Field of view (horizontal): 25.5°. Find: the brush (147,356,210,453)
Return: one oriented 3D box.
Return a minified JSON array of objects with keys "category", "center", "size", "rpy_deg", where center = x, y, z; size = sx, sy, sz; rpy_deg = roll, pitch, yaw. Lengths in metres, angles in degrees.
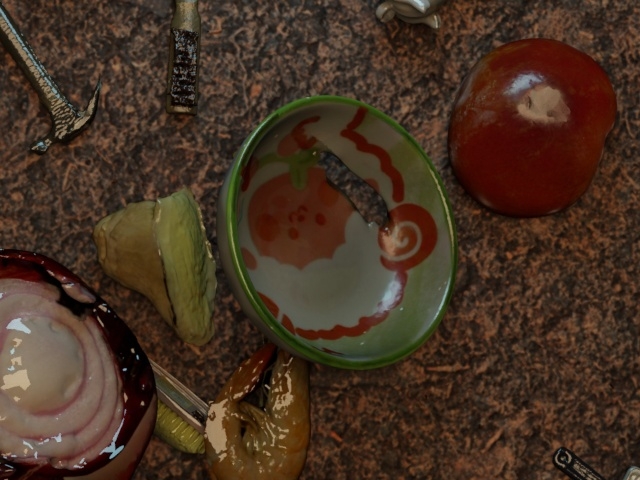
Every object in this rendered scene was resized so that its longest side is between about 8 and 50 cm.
[{"category":"brush","center":[-0.246,0.152,1.711],"size":[0.313,0.072,0.067],"rpy_deg":[41,95,1]}]

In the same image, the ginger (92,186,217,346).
[{"category":"ginger","center":[-0.202,0.044,1.720],"size":[0.122,0.115,0.193],"rpy_deg":[-13,93,14]}]

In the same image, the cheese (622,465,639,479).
[{"category":"cheese","center":[0.353,0.392,1.747],"size":[0.127,0.050,0.235],"rpy_deg":[30,85,2]}]

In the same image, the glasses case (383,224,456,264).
[{"category":"glasses case","center":[0.088,0.021,1.770],"size":[0.170,0.041,0.064],"rpy_deg":[-43,75,-8]}]

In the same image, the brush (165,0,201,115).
[{"category":"brush","center":[-0.169,-0.283,1.781],"size":[0.043,0.036,0.248],"rpy_deg":[4,83,-10]}]

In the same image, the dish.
[{"category":"dish","center":[0.000,0.000,1.665],"size":[0.324,0.124,0.324],"rpy_deg":[10,73,-33]}]

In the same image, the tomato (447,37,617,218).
[{"category":"tomato","center":[0.264,-0.149,1.758],"size":[0.200,0.139,0.233],"rpy_deg":[18,83,3]}]

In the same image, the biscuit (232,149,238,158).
[{"category":"biscuit","center":[-0.044,-0.038,1.754],"size":[0.118,0.061,0.183],"rpy_deg":[-18,85,-9]}]

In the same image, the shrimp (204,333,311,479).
[{"category":"shrimp","center":[-0.072,0.181,1.697],"size":[0.152,0.063,0.287],"rpy_deg":[8,85,-36]}]

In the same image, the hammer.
[{"category":"hammer","center":[-0.385,-0.254,1.761],"size":[0.125,0.027,0.297],"rpy_deg":[-36,88,-8]}]

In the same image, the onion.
[{"category":"onion","center":[-0.357,0.167,1.575],"size":[0.341,0.341,0.341],"rpy_deg":[1,83,-6]}]

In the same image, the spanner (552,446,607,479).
[{"category":"spanner","center":[0.379,0.328,1.779],"size":[0.208,0.012,0.046],"rpy_deg":[37,81,0]}]

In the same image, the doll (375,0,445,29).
[{"category":"doll","center":[0.210,-0.413,1.770],"size":[0.384,0.188,0.099],"rpy_deg":[-47,59,2]}]
